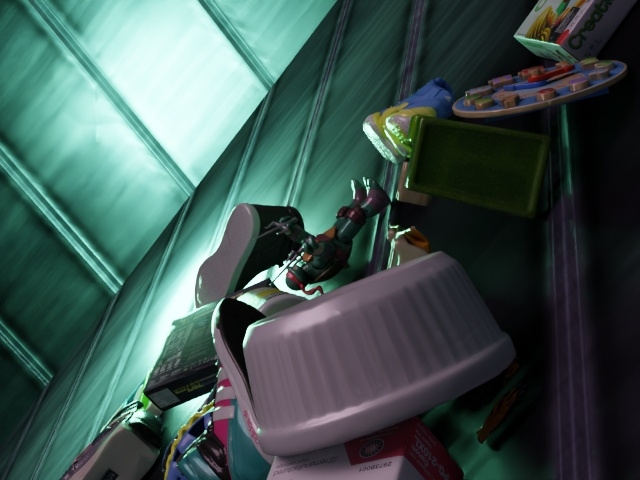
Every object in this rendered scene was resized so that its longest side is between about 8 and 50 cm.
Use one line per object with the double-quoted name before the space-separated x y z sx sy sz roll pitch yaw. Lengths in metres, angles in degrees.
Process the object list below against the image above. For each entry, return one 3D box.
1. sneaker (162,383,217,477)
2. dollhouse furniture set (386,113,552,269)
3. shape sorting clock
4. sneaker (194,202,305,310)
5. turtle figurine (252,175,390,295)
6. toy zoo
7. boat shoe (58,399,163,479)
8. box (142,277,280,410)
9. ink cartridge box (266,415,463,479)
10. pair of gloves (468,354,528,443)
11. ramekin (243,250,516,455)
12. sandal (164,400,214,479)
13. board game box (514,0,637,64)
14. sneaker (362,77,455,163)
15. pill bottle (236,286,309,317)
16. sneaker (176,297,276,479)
"sneaker" -0.164 0.287 1.866 0.221 0.083 0.087 -52 1 -6
"dollhouse furniture set" 0.159 0.008 1.448 0.197 0.151 0.302 -82 4 -85
"shape sorting clock" 0.255 -0.181 1.408 0.206 0.040 0.206 -15 11 3
"sneaker" -0.121 0.045 2.152 0.105 0.146 0.296 61 137 31
"turtle figurine" 0.000 0.000 1.866 0.234 0.118 0.175 -43 27 -13
"toy zoo" -0.402 0.385 2.459 0.293 0.030 0.192 -50 16 22
"boat shoe" -0.410 0.445 2.221 0.340 0.127 0.158 -45 10 9
"box" -0.179 0.177 2.039 0.232 0.059 0.183 -24 31 30
"ink cartridge box" 0.017 0.292 1.103 0.172 0.100 0.237 -20 30 33
"pair of gloves" 0.174 0.155 1.188 0.074 0.010 0.083 -51 15 18
"ramekin" 0.046 0.107 1.205 0.272 0.127 0.273 -22 0 0
"sandal" -0.100 0.259 1.621 0.317 0.126 0.138 -57 19 -1
"board game box" 0.388 -0.370 1.566 0.305 0.053 0.193 -54 14 5
"sneaker" 0.152 -0.191 1.904 0.126 0.091 0.240 -39 12 -9
"pill bottle" -0.071 0.131 1.796 0.119 0.119 0.208 -57 14 -7
"sneaker" -0.108 0.223 1.511 0.178 0.123 0.295 -53 34 24
